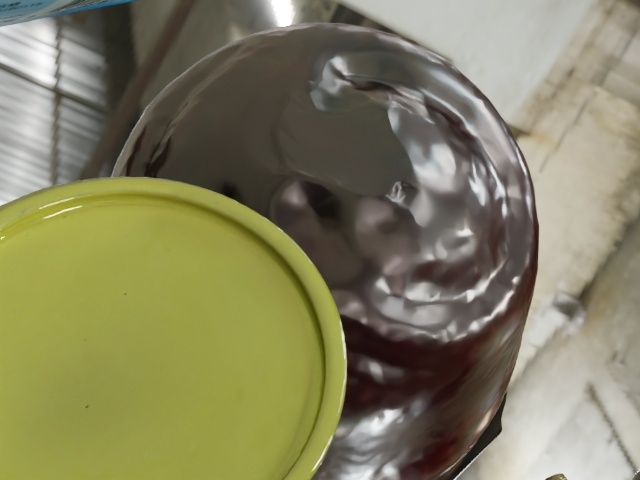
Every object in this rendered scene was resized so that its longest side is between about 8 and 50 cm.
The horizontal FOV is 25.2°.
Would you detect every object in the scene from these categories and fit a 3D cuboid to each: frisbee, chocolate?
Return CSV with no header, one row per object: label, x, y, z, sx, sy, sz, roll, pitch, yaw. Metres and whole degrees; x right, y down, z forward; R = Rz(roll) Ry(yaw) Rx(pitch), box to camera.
frisbee,-0.104,0.064,0.730,0.017,0.236,0.236,94,3,-56
chocolate,0.000,0.000,1.064,0.331,0.383,0.384,108,-8,-57

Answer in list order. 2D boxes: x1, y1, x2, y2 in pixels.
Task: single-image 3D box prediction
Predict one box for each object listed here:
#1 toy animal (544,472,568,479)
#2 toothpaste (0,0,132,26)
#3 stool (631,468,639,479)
toy animal,0.117,0.204,0.741,0.195,0.169,0.281,-63,163,15
toothpaste,-0.135,-0.074,0.375,0.065,0.266,0.050,-5,-79,56
stool,0.228,0.277,1.143,0.228,0.153,0.139,-38,-149,-28
